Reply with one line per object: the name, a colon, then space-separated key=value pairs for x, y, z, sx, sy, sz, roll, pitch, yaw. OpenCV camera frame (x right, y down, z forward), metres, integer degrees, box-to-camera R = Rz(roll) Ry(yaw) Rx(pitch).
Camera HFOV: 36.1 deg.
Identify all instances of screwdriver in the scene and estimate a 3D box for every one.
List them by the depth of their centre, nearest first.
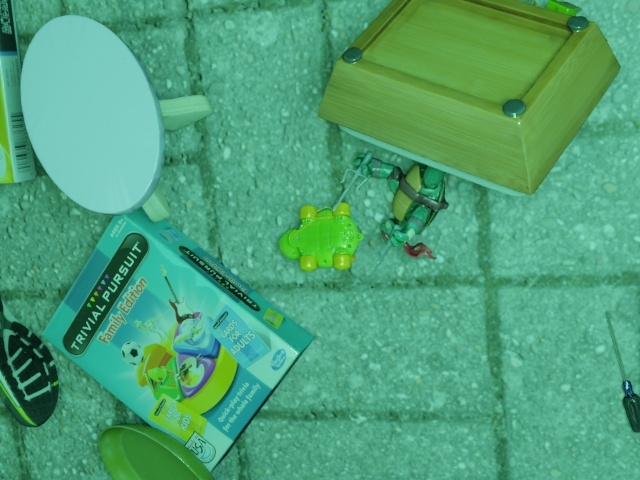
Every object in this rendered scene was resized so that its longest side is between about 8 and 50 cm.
screwdriver: x=0.405 y=0.174 z=1.311 sx=0.024 sy=0.025 sz=0.170 roll=-16 pitch=89 yaw=21

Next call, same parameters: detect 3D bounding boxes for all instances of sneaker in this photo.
sneaker: x=-0.533 y=0.176 z=1.573 sx=0.121 sy=0.111 sz=0.300 roll=-40 pitch=83 yaw=32

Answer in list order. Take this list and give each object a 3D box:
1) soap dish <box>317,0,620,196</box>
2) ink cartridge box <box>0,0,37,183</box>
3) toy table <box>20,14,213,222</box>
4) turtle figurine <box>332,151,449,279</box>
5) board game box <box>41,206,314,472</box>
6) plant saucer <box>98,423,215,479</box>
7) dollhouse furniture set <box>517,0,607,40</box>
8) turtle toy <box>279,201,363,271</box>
soap dish: x=0.172 y=-0.194 z=1.156 sx=0.291 sy=0.229 sz=0.118 roll=24 pitch=149 yaw=29
ink cartridge box: x=-0.599 y=-0.236 z=1.508 sx=0.307 sy=0.072 sz=0.304 roll=-2 pitch=102 yaw=16
toy table: x=-0.285 y=-0.158 z=1.347 sx=0.252 sy=0.161 sz=0.274 roll=-12 pitch=82 yaw=8
turtle figurine: x=0.114 y=-0.070 z=1.296 sx=0.175 sy=0.118 sz=0.234 roll=50 pitch=121 yaw=46
board game box: x=-0.218 y=0.144 z=1.466 sx=0.336 sy=0.079 sz=0.254 roll=38 pitch=110 yaw=6
plant saucer: x=-0.236 y=0.363 z=1.500 sx=0.241 sy=0.037 sz=0.241 roll=23 pitch=136 yaw=24
dollhouse furniture set: x=0.282 y=-0.271 z=1.240 sx=0.151 sy=0.058 sz=0.076 roll=34 pitch=119 yaw=28
turtle toy: x=0.000 y=0.000 z=1.369 sx=0.130 sy=0.066 sz=0.095 roll=-4 pitch=78 yaw=21
